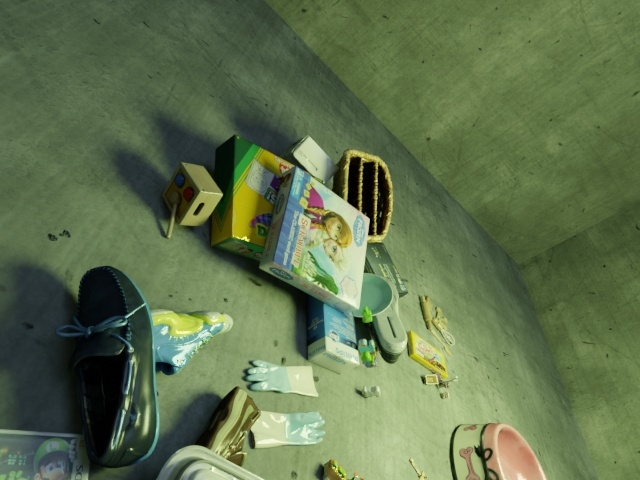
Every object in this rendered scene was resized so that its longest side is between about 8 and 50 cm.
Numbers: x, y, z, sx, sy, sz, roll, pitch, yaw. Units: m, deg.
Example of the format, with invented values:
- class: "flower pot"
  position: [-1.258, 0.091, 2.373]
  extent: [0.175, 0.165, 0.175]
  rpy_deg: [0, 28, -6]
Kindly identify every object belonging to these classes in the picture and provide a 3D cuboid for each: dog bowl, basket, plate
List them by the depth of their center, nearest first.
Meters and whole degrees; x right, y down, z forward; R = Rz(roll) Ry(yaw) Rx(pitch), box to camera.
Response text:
- class: "plate"
  position: [0.140, 0.180, 1.469]
  extent: [0.188, 0.188, 0.024]
  rpy_deg: [-87, 172, -48]
- class: "dog bowl"
  position: [0.608, 0.791, 1.488]
  extent: [0.408, 0.150, 0.408]
  rpy_deg: [35, 36, -30]
- class: "basket"
  position: [0.157, -0.143, 1.579]
  extent: [0.213, 0.223, 0.299]
  rpy_deg: [4, 84, -9]

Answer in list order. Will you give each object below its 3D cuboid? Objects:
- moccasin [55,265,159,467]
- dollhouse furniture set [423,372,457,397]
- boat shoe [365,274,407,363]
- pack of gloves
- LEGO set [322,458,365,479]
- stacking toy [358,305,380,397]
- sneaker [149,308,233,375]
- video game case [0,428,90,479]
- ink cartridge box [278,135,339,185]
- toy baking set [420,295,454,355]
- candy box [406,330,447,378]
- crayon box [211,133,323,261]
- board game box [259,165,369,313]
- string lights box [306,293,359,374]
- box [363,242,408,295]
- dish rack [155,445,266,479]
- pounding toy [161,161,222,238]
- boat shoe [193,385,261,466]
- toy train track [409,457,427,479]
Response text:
- class: "moccasin"
  position: [-0.344, 0.190, 0.752]
  extent: [0.342, 0.138, 0.117]
  rpy_deg: [65, 7, 21]
- class: "dollhouse furniture set"
  position: [0.427, 0.504, 1.589]
  extent: [0.114, 0.081, 0.091]
  rpy_deg: [13, 62, -38]
- class: "boat shoe"
  position: [0.197, 0.255, 1.499]
  extent: [0.121, 0.119, 0.335]
  rpy_deg: [7, 36, -7]
- class: "pack of gloves"
  position: [-0.069, 0.374, 1.066]
  extent: [0.232, 0.046, 0.195]
  rpy_deg: [21, 44, -44]
- class: "LEGO set"
  position: [0.117, 0.619, 1.014]
  extent: [0.132, 0.107, 0.287]
  rpy_deg: [9, 52, -51]
- class: "stacking toy"
  position: [0.133, 0.322, 1.298]
  extent: [0.167, 0.052, 0.221]
  rpy_deg: [-87, 168, -47]
- class: "sneaker"
  position: [-0.279, 0.207, 0.924]
  extent: [0.240, 0.091, 0.126]
  rpy_deg: [14, 67, -49]
- class: "video game case"
  position: [-0.419, 0.350, 0.619]
  extent: [0.190, 0.022, 0.173]
  rpy_deg: [26, 40, -40]
- class: "ink cartridge box"
  position: [-0.049, -0.269, 1.592]
  extent: [0.158, 0.092, 0.218]
  rpy_deg: [44, -8, -17]
- class: "toy baking set"
  position: [0.496, 0.346, 1.906]
  extent: [0.197, 0.030, 0.256]
  rpy_deg: [35, 35, -30]
- class: "candy box"
  position: [0.396, 0.425, 1.687]
  extent: [0.206, 0.027, 0.105]
  rpy_deg: [37, 31, -27]
- class: "crayon box"
  position: [-0.137, -0.089, 1.329]
  extent: [0.363, 0.106, 0.313]
  rpy_deg: [21, 55, -43]
- class: "board game box"
  position: [0.000, 0.000, 1.293]
  extent: [0.318, 0.066, 0.318]
  rpy_deg: [32, 53, -32]
- class: "string lights box"
  position: [0.031, 0.236, 1.315]
  extent: [0.133, 0.077, 0.259]
  rpy_deg: [33, 36, -32]
- class: "box"
  position: [0.225, 0.116, 1.731]
  extent: [0.183, 0.059, 0.232]
  rpy_deg: [3, 56, -52]
- class: "dish rack"
  position: [-0.142, 0.514, 0.701]
  extent: [0.333, 0.072, 0.285]
  rpy_deg: [41, 53, -24]
- class: "pounding toy"
  position: [-0.331, -0.096, 1.114]
  extent: [0.100, 0.141, 0.130]
  rpy_deg: [3, 42, -54]
- class: "boat shoe"
  position: [-0.177, 0.388, 0.843]
  extent: [0.095, 0.095, 0.257]
  rpy_deg: [43, 31, -7]
- class: "toy train track"
  position: [0.284, 0.661, 1.299]
  extent: [0.083, 0.014, 0.048]
  rpy_deg: [56, 30, 5]
